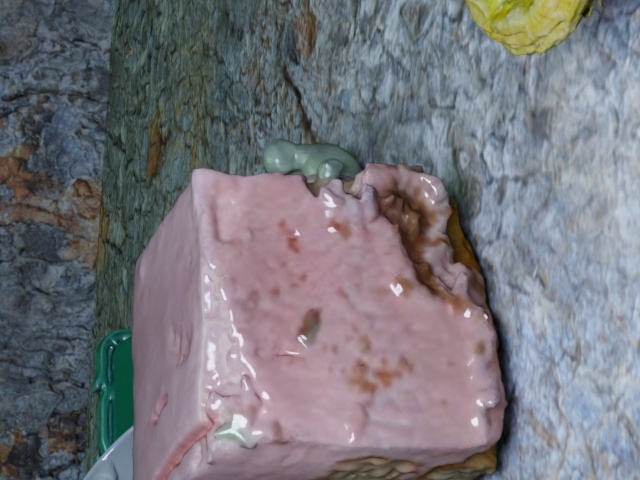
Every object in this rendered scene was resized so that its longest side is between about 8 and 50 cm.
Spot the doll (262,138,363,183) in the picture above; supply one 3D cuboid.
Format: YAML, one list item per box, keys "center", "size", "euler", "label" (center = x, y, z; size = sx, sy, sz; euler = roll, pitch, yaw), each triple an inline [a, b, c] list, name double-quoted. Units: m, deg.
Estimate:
- center: [0.012, -0.005, 1.757]
  size: [0.155, 0.113, 0.275]
  euler: [87, 169, -57]
  label: "doll"

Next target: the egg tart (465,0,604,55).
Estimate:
- center: [0.198, -0.288, 1.191]
  size: [0.294, 0.123, 0.294]
  euler: [180, 90, -70]
  label: "egg tart"

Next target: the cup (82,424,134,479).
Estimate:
- center: [-0.097, 0.352, 1.650]
  size: [0.212, 0.317, 0.212]
  euler: [-37, 21, 17]
  label: "cup"

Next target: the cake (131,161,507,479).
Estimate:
- center: [-0.006, 0.103, 1.455]
  size: [0.293, 0.307, 0.314]
  euler: [125, 145, -57]
  label: "cake"

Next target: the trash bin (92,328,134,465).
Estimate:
- center: [-0.124, 0.215, 1.906]
  size: [0.381, 0.259, 0.295]
  euler: [135, 135, -61]
  label: "trash bin"
